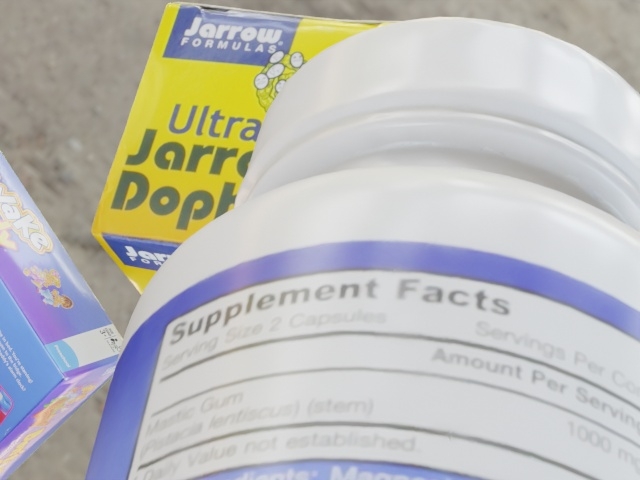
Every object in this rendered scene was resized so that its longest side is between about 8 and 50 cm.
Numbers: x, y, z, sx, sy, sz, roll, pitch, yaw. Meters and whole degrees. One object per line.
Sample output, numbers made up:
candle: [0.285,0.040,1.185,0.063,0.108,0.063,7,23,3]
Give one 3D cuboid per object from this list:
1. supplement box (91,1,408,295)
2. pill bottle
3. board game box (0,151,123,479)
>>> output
supplement box: [0.000,0.000,1.494,0.356,0.194,0.195,59,42,-59]
pill bottle: [0.018,0.081,0.431,0.152,0.152,0.272,30,44,-20]
board game box: [-0.324,0.020,1.531,0.078,0.233,0.347,-16,68,-54]
